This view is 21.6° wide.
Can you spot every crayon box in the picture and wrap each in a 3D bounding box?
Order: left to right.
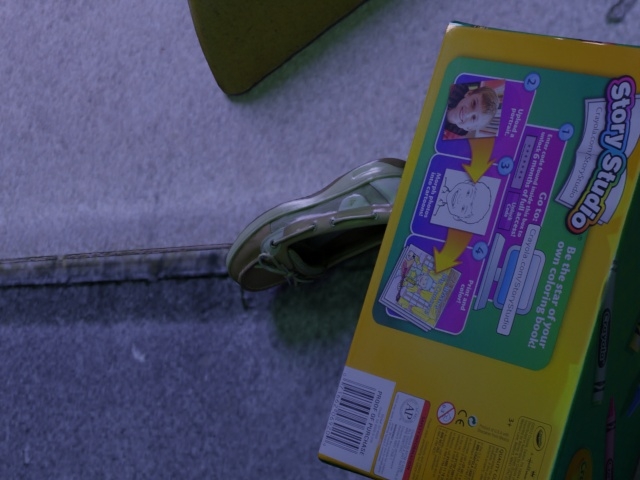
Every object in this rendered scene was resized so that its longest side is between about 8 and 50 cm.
[{"bbox_3d":[0.118,0.022,0.963,0.165,0.081,0.278,15,87,43],"label":"crayon box"}]

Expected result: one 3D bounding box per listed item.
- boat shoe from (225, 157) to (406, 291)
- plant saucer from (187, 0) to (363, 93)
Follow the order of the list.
[{"bbox_3d":[0.002,0.000,1.094,0.153,0.056,0.048,-27,55,25],"label":"boat shoe"},{"bbox_3d":[-0.013,-0.326,1.192,0.333,0.081,0.332,-34,56,30],"label":"plant saucer"}]
